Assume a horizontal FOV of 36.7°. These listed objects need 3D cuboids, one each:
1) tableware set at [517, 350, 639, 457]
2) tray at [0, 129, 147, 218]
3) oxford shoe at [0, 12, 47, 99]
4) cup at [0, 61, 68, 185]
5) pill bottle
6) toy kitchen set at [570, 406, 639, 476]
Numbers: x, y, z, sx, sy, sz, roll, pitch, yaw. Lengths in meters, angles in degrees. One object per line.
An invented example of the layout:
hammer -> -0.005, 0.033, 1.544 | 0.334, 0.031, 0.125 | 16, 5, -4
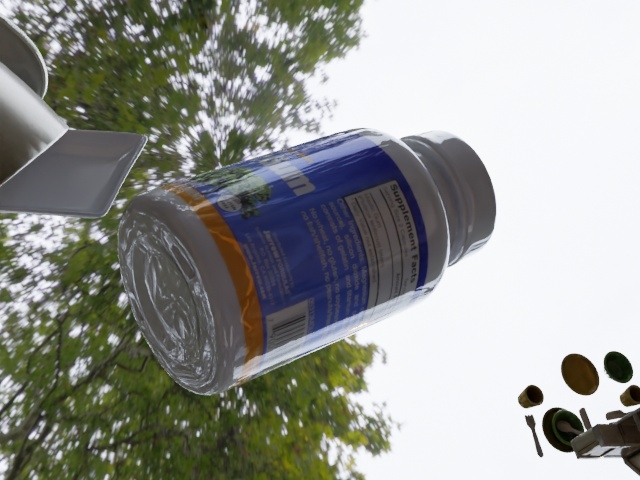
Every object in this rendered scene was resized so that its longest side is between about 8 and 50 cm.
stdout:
tableware set -> 0.272, 0.162, 0.993 | 0.154, 0.024, 0.104 | -3, -117, -25
tray -> -0.336, -0.072, 1.060 | 0.271, 0.145, 0.030 | 4, -49, 11
oxford shoe -> -0.488, -0.220, 0.972 | 0.449, 0.130, 0.169 | 25, -75, -36
cup -> -0.387, -0.080, 0.691 | 0.331, 0.331, 0.237 | -35, -74, -2
pill bottle -> 0.000, 0.000, 0.734 | 0.272, 0.152, 0.152 | -21, -83, -33
toy kitchen set -> 0.259, 0.175, 0.757 | 0.083, 0.068, 0.075 | 7, -128, -30
